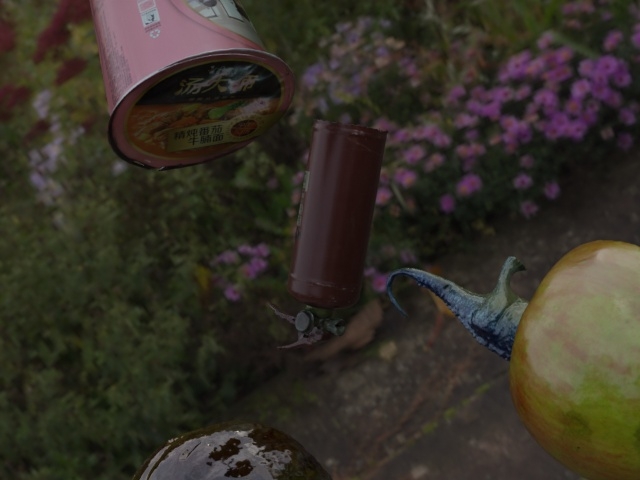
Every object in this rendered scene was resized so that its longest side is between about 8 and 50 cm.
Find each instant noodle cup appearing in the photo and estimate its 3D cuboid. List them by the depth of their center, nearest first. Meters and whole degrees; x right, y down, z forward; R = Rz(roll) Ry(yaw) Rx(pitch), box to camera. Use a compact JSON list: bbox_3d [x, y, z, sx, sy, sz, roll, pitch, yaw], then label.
[{"bbox_3d":[-0.180,-0.252,1.643,0.244,0.244,0.255,-26,63,9],"label":"instant noodle cup"}]

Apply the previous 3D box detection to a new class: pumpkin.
[{"bbox_3d":[-0.132,0.318,1.669,0.312,0.148,0.169,-13,3,10],"label":"pumpkin"}]

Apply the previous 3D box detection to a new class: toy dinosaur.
[{"bbox_3d":[0.250,0.104,1.682,0.363,0.076,0.147,35,79,27],"label":"toy dinosaur"}]

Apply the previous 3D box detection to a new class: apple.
[{"bbox_3d":[0.322,0.130,1.353,0.226,0.246,0.246,25,60,39],"label":"apple"}]

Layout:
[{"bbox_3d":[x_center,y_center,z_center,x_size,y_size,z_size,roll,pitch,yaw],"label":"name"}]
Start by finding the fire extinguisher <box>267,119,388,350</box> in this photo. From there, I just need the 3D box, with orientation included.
[{"bbox_3d":[0.000,0.000,1.853,0.147,0.106,0.337,16,97,45],"label":"fire extinguisher"}]
